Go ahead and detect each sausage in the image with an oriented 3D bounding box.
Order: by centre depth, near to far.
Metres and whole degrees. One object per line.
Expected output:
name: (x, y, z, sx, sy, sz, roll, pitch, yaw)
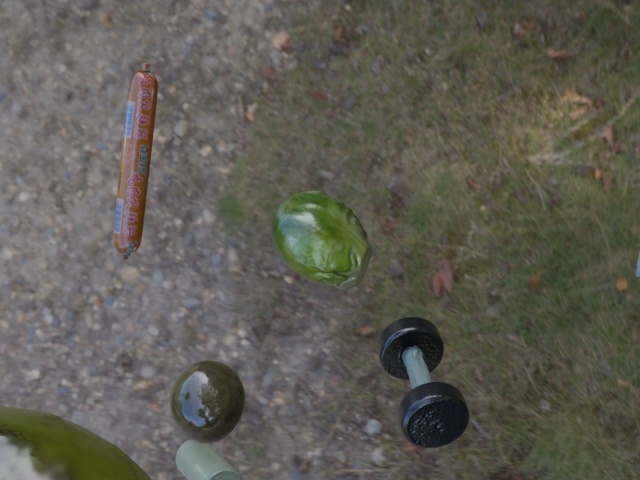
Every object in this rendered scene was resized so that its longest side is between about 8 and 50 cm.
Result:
sausage: (-0.324, -0.137, 1.916, 0.053, 0.053, 0.347, 11, 99, 21)

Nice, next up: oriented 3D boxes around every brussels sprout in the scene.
brussels sprout: (0.001, -0.004, 1.515, 0.155, 0.155, 0.117, 27, 92, 23)

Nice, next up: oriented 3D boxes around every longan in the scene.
longan: (-0.144, 0.212, 1.426, 0.106, 0.119, 0.106, -6, 69, 15)

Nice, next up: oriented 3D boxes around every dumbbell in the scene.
dumbbell: (0.145, 0.203, 1.575, 0.100, 0.100, 0.191, -29, 32, 10)

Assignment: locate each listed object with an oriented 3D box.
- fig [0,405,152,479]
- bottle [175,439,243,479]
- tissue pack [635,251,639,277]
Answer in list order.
fig: (-0.199, 0.205, 0.609, 0.271, 0.239, 0.239, 5, 74, 63)
bottle: (-0.190, 0.396, 1.861, 0.072, 0.201, 0.072, -2, 96, -20)
tissue pack: (0.456, -0.084, 0.959, 0.287, 0.162, 0.388, 30, 64, -17)
